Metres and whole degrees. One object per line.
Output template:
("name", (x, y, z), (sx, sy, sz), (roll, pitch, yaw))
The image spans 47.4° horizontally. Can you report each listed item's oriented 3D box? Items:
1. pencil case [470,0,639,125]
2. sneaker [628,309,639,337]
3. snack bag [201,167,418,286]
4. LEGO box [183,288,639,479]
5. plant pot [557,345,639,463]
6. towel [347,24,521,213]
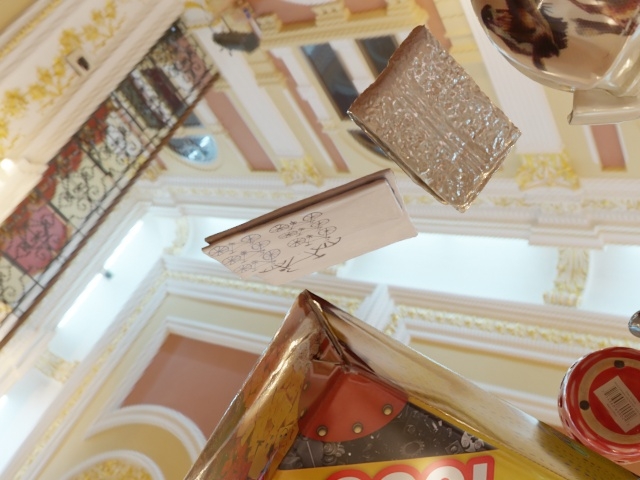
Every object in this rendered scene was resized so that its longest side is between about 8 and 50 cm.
("pencil case", (0.180, -0.220, 0.270), (0.160, 0.410, 0.183), (12, -117, 1))
("sneaker", (0.694, 0.193, 1.468), (0.098, 0.083, 0.224), (-49, -171, -20))
("snack bag", (0.000, 0.000, 1.267), (0.323, 0.342, 0.037), (-21, -110, 8))
("LEGO box", (0.104, 0.336, 0.684), (0.372, 0.500, 0.193), (-58, -163, 5))
("plant pot", (0.486, 0.263, 1.179), (0.191, 0.174, 0.191), (-4, -108, 14))
("towel", (0.192, -0.190, 1.186), (0.187, 0.282, 0.049), (-52, -153, -5))
